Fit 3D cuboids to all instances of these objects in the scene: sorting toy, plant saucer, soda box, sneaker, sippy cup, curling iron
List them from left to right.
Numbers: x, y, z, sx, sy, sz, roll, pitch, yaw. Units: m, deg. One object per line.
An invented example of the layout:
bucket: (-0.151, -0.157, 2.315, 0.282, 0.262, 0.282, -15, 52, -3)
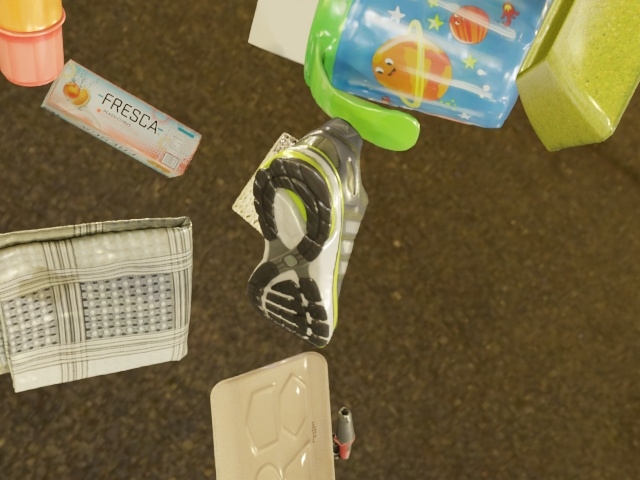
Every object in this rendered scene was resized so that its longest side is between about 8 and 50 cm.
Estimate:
soda box: (-0.238, -0.144, 1.376, 0.183, 0.063, 0.058, 30, 78, -20)
sorting toy: (-0.054, 0.235, 1.288, 0.208, 0.038, 0.193, -8, 95, -58)
sneaker: (0.000, 0.000, 1.205, 0.111, 0.300, 0.121, 30, 52, 17)
curling iron: (0.026, 0.313, 1.838, 0.068, 0.274, 0.035, 15, 69, 0)
sippy cup: (0.129, -0.238, 1.264, 0.224, 0.306, 0.240, 23, 2, 7)
plant saucer: (0.168, -0.147, 0.653, 0.045, 0.188, 0.188, 26, 3, 1)

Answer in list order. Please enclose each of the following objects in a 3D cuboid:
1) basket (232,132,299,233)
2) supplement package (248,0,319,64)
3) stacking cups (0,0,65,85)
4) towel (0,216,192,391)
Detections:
basket: (-0.077, -0.102, 2.136, 0.103, 0.167, 0.113, 34, 30, -4)
supplement package: (0.045, -0.317, 1.646, 0.203, 0.149, 0.194, 4, 17, -42)
stacking cups: (-0.285, -0.287, 1.051, 0.096, 0.316, 0.096, 5, 39, -4)
towel: (-0.345, 0.097, 1.649, 0.324, 0.312, 0.056, -6, 49, -15)
